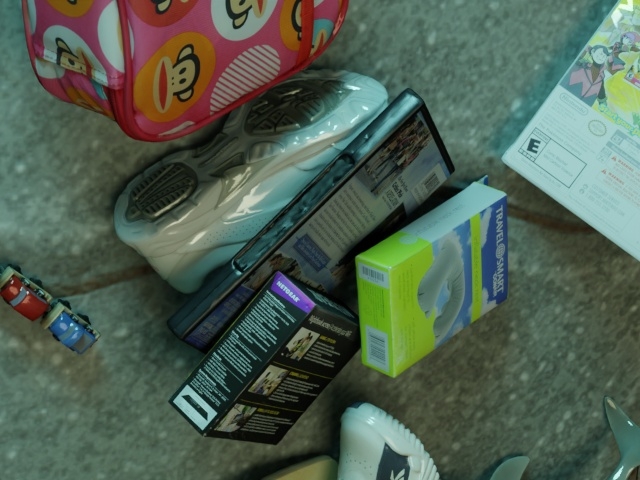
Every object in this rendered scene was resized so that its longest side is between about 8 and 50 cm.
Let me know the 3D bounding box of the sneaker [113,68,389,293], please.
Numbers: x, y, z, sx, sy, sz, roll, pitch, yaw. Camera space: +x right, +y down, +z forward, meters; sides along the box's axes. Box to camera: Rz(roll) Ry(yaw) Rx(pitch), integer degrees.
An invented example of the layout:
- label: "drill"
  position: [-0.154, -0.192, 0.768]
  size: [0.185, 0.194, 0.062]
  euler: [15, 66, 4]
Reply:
- label: "sneaker"
  position: [-0.043, -0.044, 1.108]
  size: [0.232, 0.090, 0.115]
  euler: [-31, 135, -2]

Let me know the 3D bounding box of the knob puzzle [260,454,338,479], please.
- label: "knob puzzle"
  position: [-0.044, 0.278, 1.300]
  size: [0.213, 0.030, 0.213]
  euler: [-20, 124, -34]

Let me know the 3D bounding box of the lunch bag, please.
- label: "lunch bag"
  position: [-0.074, -0.233, 0.936]
  size: [0.258, 0.120, 0.293]
  euler: [-33, 136, -36]

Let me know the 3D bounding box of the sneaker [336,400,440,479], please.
- label: "sneaker"
  position: [0.028, 0.263, 1.266]
  size: [0.153, 0.094, 0.235]
  euler: [-43, 145, -30]

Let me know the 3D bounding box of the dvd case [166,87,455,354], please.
- label: "dvd case"
  position: [0.000, 0.000, 1.124]
  size: [0.253, 0.022, 0.180]
  euler: [-44, 161, 0]

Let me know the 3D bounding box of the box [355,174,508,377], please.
- label: "box"
  position: [0.103, 0.028, 1.199]
  size: [0.178, 0.042, 0.109]
  euler: [-31, 129, -39]

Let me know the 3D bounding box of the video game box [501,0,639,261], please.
- label: "video game box"
  position: [0.289, -0.083, 1.199]
  size: [0.187, 0.205, 0.048]
  euler: [-54, 171, 9]

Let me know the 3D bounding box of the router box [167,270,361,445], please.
- label: "router box"
  position: [-0.035, 0.100, 1.148]
  size: [0.133, 0.046, 0.179]
  euler: [-49, 161, 3]

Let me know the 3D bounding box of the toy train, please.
- label: "toy train"
  position: [-0.223, 0.041, 1.076]
  size: [0.027, 0.036, 0.158]
  euler: [-47, 127, 1]

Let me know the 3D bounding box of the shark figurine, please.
- label: "shark figurine"
  position: [0.228, 0.269, 1.370]
  size: [0.278, 0.116, 0.166]
  euler: [-15, 103, -15]
